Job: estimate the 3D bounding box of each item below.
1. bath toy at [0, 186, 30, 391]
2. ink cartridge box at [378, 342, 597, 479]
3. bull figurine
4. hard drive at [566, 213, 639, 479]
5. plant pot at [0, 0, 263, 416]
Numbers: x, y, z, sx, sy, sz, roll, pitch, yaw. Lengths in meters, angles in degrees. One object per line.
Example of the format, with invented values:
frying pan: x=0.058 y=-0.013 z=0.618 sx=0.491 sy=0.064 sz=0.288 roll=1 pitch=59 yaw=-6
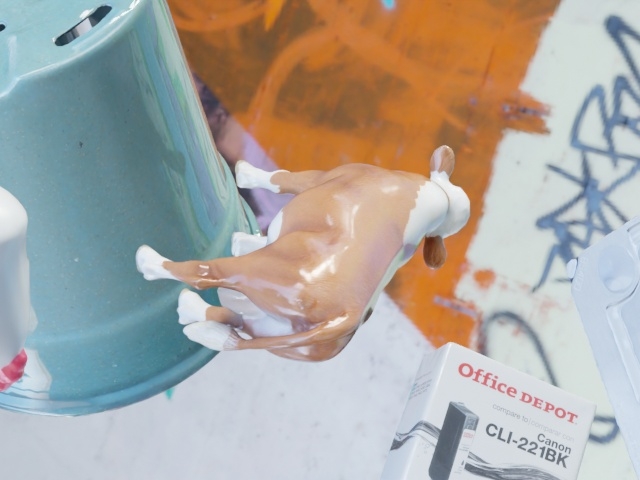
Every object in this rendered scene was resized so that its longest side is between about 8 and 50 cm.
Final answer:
bath toy: x=-0.281 y=0.083 z=0.538 sx=0.348 sy=0.151 sz=0.129 roll=-38 pitch=-64 yaw=-49
ink cartridge box: x=0.178 y=0.281 z=1.231 sx=0.114 sy=0.196 sz=0.273 roll=126 pitch=167 yaw=-69
bull figurine: x=0.000 y=0.000 z=0.833 sx=0.310 sy=0.188 sz=0.101 roll=-44 pitch=-48 yaw=-62
hard drive: x=0.275 y=0.048 z=0.507 sx=0.064 sy=0.237 sz=0.339 roll=-3 pitch=-22 yaw=-30
plant pot: x=-0.237 y=-0.079 z=0.938 sx=0.341 sy=0.341 sz=0.334 roll=-48 pitch=-31 yaw=-31
